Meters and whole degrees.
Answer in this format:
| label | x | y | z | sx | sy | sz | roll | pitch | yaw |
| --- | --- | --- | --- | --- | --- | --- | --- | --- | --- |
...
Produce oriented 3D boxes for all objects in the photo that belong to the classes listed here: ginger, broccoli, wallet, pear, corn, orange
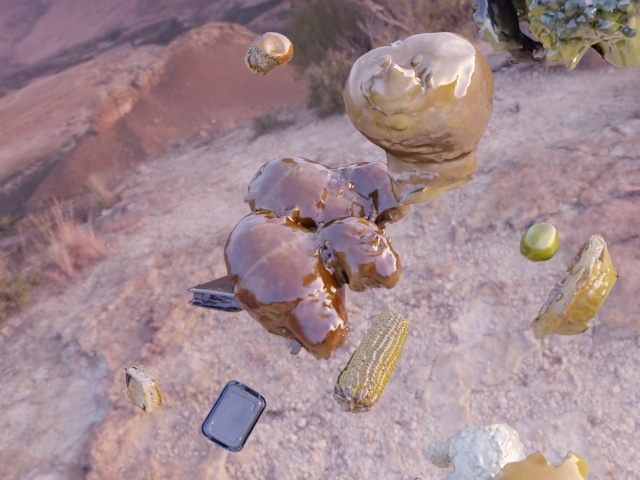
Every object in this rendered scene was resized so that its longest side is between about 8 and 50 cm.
| label | x | y | z | sx | sy | sz | roll | pitch | yaw |
| --- | --- | --- | --- | --- | --- | --- | --- | --- | --- |
| ginger | 0.110 | -0.132 | 0.700 | 0.138 | 0.267 | 0.152 | -1 | 67 | 21 |
| broccoli | 0.346 | -0.348 | 0.827 | 0.324 | 0.271 | 0.334 | -11 | 31 | -18 |
| wallet | -0.127 | 0.079 | 1.124 | 0.110 | 0.031 | 0.198 | 7 | 11 | 24 |
| ginger | -0.005 | 0.009 | 1.000 | 0.274 | 0.152 | 0.357 | 1 | 49 | 18 |
| pear | 0.514 | 0.005 | 1.575 | 0.097 | 0.092 | 0.092 | -55 | 19 | 20 |
| corn | 0.131 | 0.292 | 1.635 | 0.115 | 0.115 | 0.318 | 0 | 37 | 35 |
| orange | -0.089 | -0.324 | 1.161 | 0.086 | 0.062 | 0.086 | -25 | 14 | 7 |

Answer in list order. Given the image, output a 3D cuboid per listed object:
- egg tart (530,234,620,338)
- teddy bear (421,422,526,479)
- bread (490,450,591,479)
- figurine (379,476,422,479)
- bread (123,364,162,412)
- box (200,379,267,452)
| label | x | y | z | sx | sy | sz | roll | pitch | yaw |
| --- | --- | --- | --- | --- | --- | --- | --- | --- | --- |
| egg tart | 0.608 | 0.124 | 1.583 | 0.115 | 0.290 | 0.290 | 32 | 49 | 16 |
| teddy bear | 0.409 | 0.640 | 1.631 | 0.328 | 0.375 | 0.362 | -2 | 63 | -8 |
| bread | 0.418 | 0.528 | 1.368 | 0.211 | 0.183 | 0.224 | 15 | 35 | 32 |
| figurine | 0.224 | 0.691 | 1.765 | 0.147 | 0.192 | 0.126 | 6 | 49 | -9 |
| bread | -0.336 | 0.282 | 1.285 | 0.053 | 0.072 | 0.106 | -5 | 9 | -31 |
| box | -0.132 | 0.268 | 1.030 | 0.099 | 0.074 | 0.054 | -60 | 0 | -14 |
